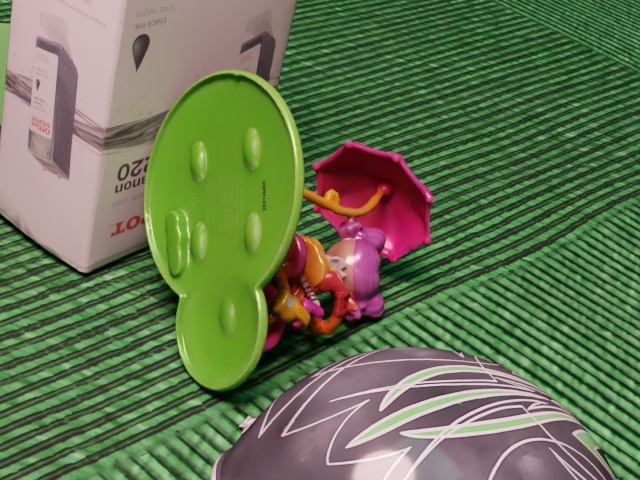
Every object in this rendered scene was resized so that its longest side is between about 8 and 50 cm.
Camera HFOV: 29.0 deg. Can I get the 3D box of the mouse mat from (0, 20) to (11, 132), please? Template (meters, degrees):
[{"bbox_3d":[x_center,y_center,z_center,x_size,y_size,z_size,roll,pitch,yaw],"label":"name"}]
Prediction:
[{"bbox_3d":[-0.179,-0.125,0.944,0.153,0.007,0.189,0,33,-20],"label":"mouse mat"}]

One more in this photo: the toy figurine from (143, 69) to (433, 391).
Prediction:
[{"bbox_3d":[0.000,0.000,0.715,0.159,0.173,0.130,6,-12,-44],"label":"toy figurine"}]

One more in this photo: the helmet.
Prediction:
[{"bbox_3d":[0.037,0.120,0.478,0.170,0.161,0.169,9,32,-6],"label":"helmet"}]

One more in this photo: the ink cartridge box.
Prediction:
[{"bbox_3d":[-0.101,-0.109,0.743,0.092,0.217,0.159,35,38,25],"label":"ink cartridge box"}]
